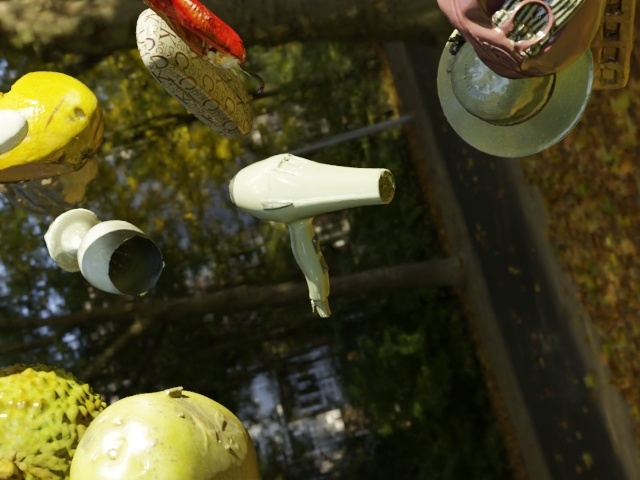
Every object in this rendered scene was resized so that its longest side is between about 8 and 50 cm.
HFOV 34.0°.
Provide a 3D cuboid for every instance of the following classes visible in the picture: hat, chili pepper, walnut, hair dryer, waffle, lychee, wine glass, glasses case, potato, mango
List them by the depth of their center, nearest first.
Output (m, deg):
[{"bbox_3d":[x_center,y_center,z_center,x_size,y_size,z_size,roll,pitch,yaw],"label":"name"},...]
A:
[{"bbox_3d":[-0.155,0.253,1.129,0.228,0.148,0.197,53,-154,-42],"label":"potato"},{"bbox_3d":[0.014,-0.020,1.291,0.225,0.219,0.088,57,-136,-11],"label":"hair dryer"},{"bbox_3d":[-0.157,-0.268,1.295,0.268,0.050,0.059,37,162,-32],"label":"chili pepper"},{"bbox_3d":[-0.379,0.285,1.332,0.320,0.270,0.270,138,119,-64],"label":"lychee"},{"bbox_3d":[-0.445,-0.162,1.534,0.130,0.262,0.167,68,-168,-63],"label":"mango"},{"bbox_3d":[0.278,-0.253,1.603,0.130,0.257,0.257,-10,-96,-62],"label":"hat"},{"bbox_3d":[-0.372,0.021,1.807,0.241,0.126,0.126,19,133,50],"label":"wine glass"},{"bbox_3d":[0.434,-0.390,1.817,0.328,0.224,0.098,75,-158,-52],"label":"waffle"},{"bbox_3d":[-0.234,-0.314,2.005,0.354,0.085,0.137,39,-142,-55],"label":"glasses case"},{"bbox_3d":[-0.545,-0.158,2.032,0.224,0.224,0.224,-16,-90,-88],"label":"walnut"}]

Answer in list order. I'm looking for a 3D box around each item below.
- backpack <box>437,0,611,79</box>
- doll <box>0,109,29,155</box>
[{"bbox_3d":[0.293,-0.377,1.410,0.283,0.317,0.197,36,161,-27],"label":"backpack"},{"bbox_3d":[-0.532,-0.051,1.289,0.159,0.311,0.242,41,-135,-9],"label":"doll"}]
